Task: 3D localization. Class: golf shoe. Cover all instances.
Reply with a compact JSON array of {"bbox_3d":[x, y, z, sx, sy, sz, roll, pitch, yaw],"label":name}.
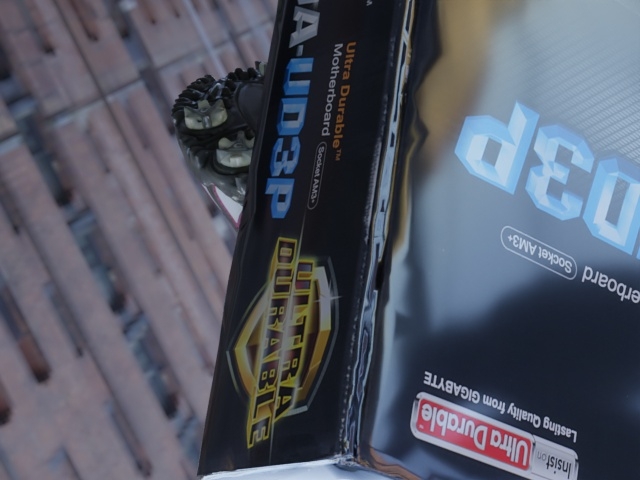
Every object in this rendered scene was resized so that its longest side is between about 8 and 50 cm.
[{"bbox_3d":[0.000,0.000,0.783,0.105,0.120,0.273,-17,-143,-15],"label":"golf shoe"}]

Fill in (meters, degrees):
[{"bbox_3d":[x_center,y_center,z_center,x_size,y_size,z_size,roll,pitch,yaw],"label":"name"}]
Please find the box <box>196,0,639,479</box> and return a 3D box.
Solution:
[{"bbox_3d":[0.080,0.002,0.409,0.220,0.175,0.051,25,155,-35],"label":"box"}]
